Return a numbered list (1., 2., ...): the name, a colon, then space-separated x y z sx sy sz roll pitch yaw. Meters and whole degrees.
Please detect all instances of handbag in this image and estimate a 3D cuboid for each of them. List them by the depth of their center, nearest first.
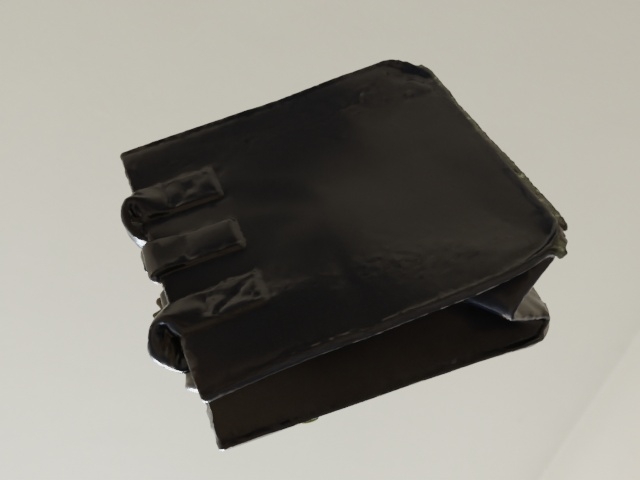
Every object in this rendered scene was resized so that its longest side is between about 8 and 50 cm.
1. handbag: 0.000 0.000 0.780 0.329 0.303 0.121 -19 -45 -10
